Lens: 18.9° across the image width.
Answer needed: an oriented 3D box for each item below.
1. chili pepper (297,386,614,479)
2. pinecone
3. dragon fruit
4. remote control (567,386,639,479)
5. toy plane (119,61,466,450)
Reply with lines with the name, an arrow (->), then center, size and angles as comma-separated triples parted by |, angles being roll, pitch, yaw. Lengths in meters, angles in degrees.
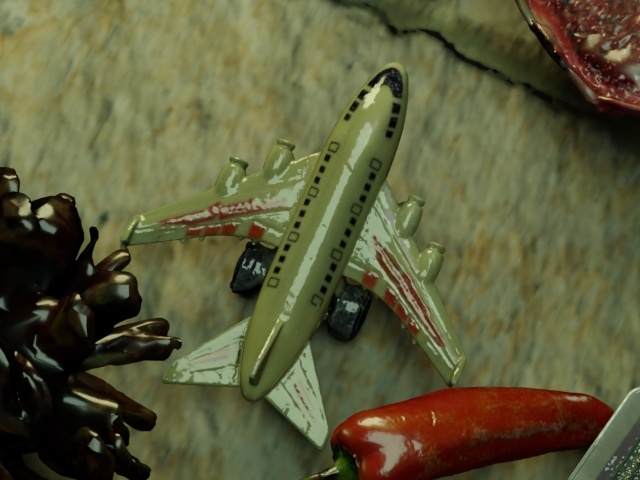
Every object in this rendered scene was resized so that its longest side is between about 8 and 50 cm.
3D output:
chili pepper -> 0.086, 0.126, 1.225 | 0.272, 0.071, 0.063 | -9, 76, -28
pinecone -> -0.231, 0.073, 1.133 | 0.296, 0.298, 0.242 | -2, 106, -22
dragon fruit -> 0.221, -0.155, 1.350 | 0.161, 0.126, 0.274 | -44, 69, -7
remote control -> 0.280, 0.196, 1.218 | 0.250, 0.034, 0.103 | 33, 71, 17
toy plane -> 0.000, 0.000, 1.277 | 0.242, 0.104, 0.256 | 23, 70, 6
